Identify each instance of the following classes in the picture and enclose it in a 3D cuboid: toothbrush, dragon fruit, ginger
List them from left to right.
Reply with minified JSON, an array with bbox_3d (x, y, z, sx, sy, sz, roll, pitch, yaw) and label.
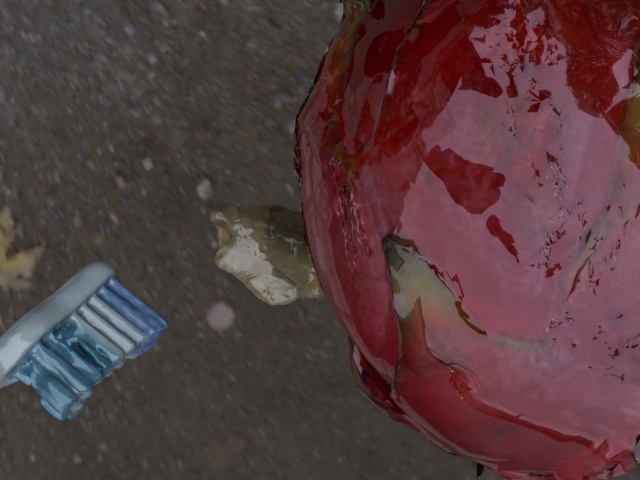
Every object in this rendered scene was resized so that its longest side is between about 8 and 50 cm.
[{"bbox_3d":[-0.165,0.115,0.411,0.386,0.040,0.040,-45,120,-44],"label":"toothbrush"},{"bbox_3d":[0.002,0.003,1.044,0.173,0.051,0.069,-6,68,-44],"label":"ginger"},{"bbox_3d":[0.135,-0.028,0.831,0.296,0.295,0.301,-10,86,-13],"label":"dragon fruit"}]
